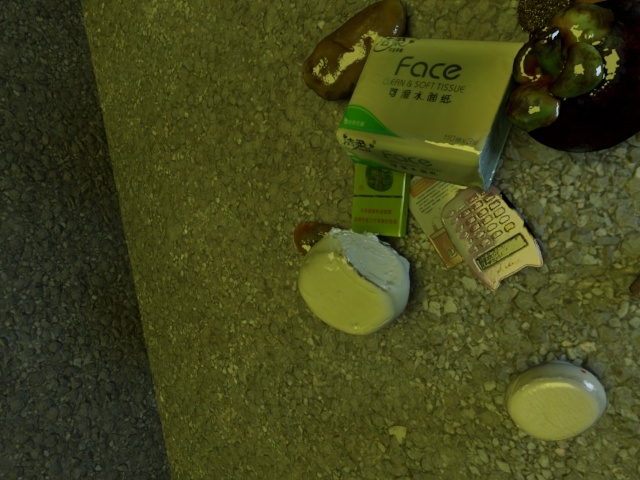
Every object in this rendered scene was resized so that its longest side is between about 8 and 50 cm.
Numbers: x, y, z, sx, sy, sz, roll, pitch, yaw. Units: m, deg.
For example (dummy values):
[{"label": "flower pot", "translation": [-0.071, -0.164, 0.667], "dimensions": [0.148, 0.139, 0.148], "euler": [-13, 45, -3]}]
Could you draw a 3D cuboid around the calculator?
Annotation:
[{"label": "calculator", "translation": [0.458, -0.023, 1.145], "dimensions": [0.194, 0.043, 0.294], "euler": [-39, 68, 32]}]

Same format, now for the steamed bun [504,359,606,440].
[{"label": "steamed bun", "translation": [0.589, 0.395, 1.056], "dimensions": [0.228, 0.131, 0.177], "euler": [-40, 82, 30]}]

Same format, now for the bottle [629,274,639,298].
[{"label": "bottle", "translation": [0.769, 0.074, 0.944], "dimensions": [0.053, 0.053, 0.140], "euler": [41, 116, 26]}]

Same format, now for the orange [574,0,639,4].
[{"label": "orange", "translation": [0.645, -0.559, 0.917], "dimensions": [0.156, 0.134, 0.156], "euler": [3, 110, 8]}]

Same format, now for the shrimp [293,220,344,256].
[{"label": "shrimp", "translation": [0.000, 0.000, 1.488], "dimensions": [0.249, 0.068, 0.150], "euler": [-4, 105, 41]}]

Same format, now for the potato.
[{"label": "potato", "translation": [0.111, -0.590, 1.302], "dimensions": [0.369, 0.176, 0.195], "euler": [-33, 33, 26]}]

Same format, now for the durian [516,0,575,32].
[{"label": "durian", "translation": [0.554, -0.604, 1.010], "dimensions": [0.148, 0.091, 0.188], "euler": [16, 102, 33]}]

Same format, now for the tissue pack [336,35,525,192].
[{"label": "tissue pack", "translation": [0.289, -0.346, 1.112], "dimensions": [0.405, 0.205, 0.332], "euler": [19, 82, 30]}]

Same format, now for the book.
[{"label": "book", "translation": [0.381, -0.090, 1.227], "dimensions": [0.208, 0.020, 0.295], "euler": [-38, 73, 32]}]

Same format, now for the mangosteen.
[{"label": "mangosteen", "translation": [0.568, -0.338, 0.889], "dimensions": [0.330, 0.330, 0.330], "euler": [4, 97, 35]}]

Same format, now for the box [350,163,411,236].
[{"label": "box", "translation": [0.192, -0.183, 1.321], "dimensions": [0.187, 0.047, 0.335], "euler": [6, 94, 38]}]

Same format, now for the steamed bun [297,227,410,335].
[{"label": "steamed bun", "translation": [0.106, 0.122, 1.308], "dimensions": [0.334, 0.233, 0.312], "euler": [45, 133, -1]}]
